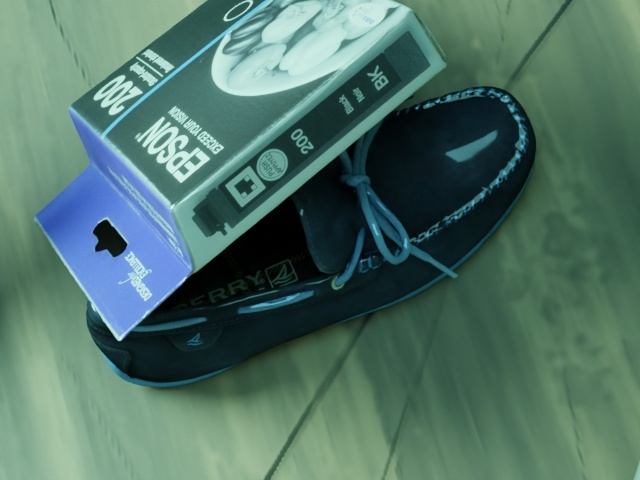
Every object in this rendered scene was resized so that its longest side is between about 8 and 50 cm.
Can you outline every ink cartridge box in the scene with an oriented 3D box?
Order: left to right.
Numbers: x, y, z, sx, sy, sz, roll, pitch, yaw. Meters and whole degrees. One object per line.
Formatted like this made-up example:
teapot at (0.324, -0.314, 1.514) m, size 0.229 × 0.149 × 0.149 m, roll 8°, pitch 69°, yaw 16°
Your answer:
ink cartridge box at (-0.060, -0.060, 0.928) m, size 0.208 × 0.045 × 0.206 m, roll -41°, pitch 27°, yaw -5°

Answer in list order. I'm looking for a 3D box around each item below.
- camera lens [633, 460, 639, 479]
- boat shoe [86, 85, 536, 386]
camera lens at (0.277, 0.148, 0.711) m, size 0.274 × 0.219 × 0.219 m, roll 20°, pitch 73°, yaw -5°
boat shoe at (0.000, 0.000, 0.932) m, size 0.258 × 0.089 × 0.109 m, roll -35°, pitch 67°, yaw -3°
